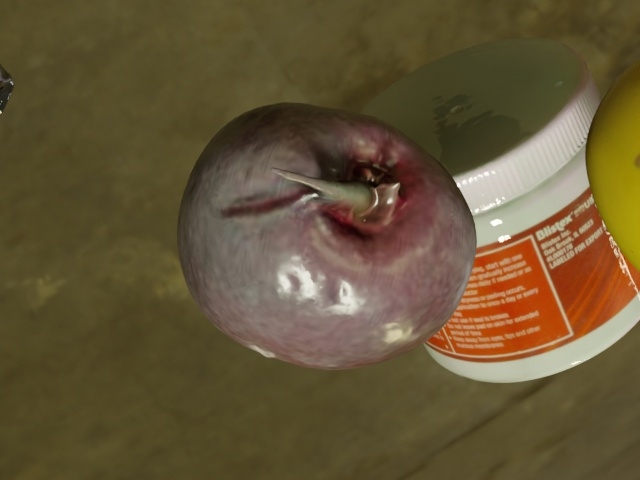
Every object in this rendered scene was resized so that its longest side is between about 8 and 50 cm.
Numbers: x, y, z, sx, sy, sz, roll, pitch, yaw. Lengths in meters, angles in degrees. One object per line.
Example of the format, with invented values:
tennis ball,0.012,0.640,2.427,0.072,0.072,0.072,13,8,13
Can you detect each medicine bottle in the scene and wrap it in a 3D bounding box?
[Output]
medicine bottle,0.173,-0.028,1.491,0.252,0.252,0.241,-30,120,-3

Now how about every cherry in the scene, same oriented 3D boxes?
cherry,0.000,0.000,1.130,0.183,0.213,0.266,-64,-167,-20

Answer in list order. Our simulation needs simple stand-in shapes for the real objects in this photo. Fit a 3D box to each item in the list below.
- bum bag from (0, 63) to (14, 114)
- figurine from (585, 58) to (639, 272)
bum bag,-0.333,-0.150,1.357,0.123,0.060,0.248,-57,164,-17
figurine,0.376,-0.084,1.202,0.344,0.215,0.187,-25,163,2
